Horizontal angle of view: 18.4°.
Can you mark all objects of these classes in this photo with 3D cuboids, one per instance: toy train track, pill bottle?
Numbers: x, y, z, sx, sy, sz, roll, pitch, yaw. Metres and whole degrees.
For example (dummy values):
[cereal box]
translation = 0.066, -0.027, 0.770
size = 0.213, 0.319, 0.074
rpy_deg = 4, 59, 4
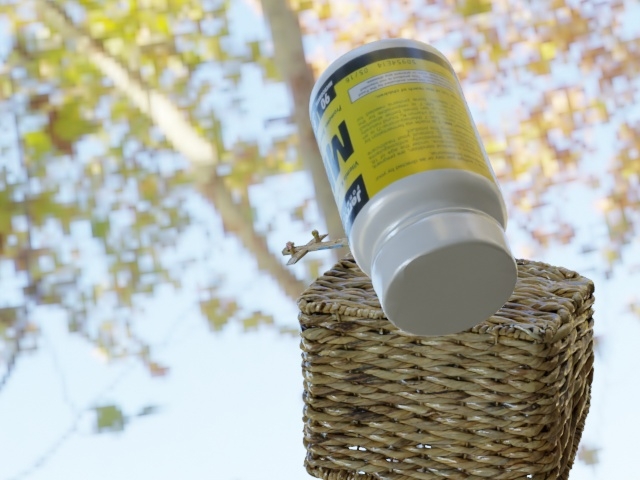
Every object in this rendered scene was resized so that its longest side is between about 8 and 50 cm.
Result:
[toy train track]
translation = 0.000, 0.000, 1.543
size = 0.083, 0.014, 0.048
rpy_deg = -8, 24, 43
[pill bottle]
translation = 0.069, -0.039, 1.440
size = 0.119, 0.208, 0.119
rpy_deg = -9, -43, -8

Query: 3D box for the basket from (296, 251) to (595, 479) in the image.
[basket]
translation = 0.142, 0.144, 2.137
size = 0.299, 0.223, 0.213
rpy_deg = 5, 22, 23
